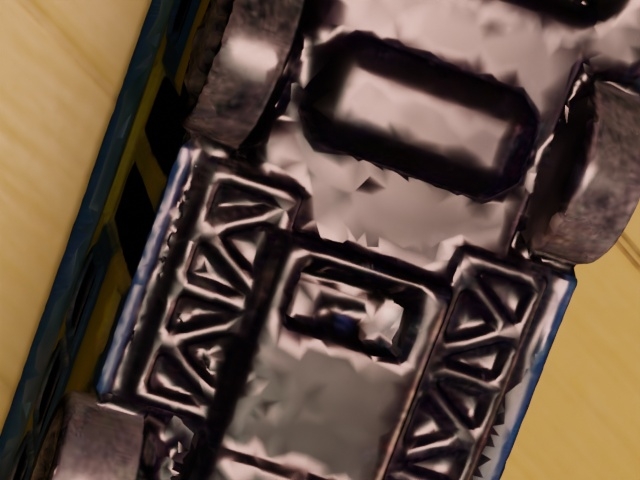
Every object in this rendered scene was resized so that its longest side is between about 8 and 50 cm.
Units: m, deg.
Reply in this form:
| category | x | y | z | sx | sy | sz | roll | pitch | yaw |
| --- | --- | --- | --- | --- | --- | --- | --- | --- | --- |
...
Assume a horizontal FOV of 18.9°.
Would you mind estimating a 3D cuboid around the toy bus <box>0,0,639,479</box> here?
| category | x | y | z | sx | sy | sz | roll | pitch | yaw |
| --- | --- | --- | --- | --- | --- | --- | --- | --- | --- |
| toy bus | 0.000 | 0.000 | 0.603 | 0.138 | 0.175 | 0.288 | 19 | 98 | -12 |
